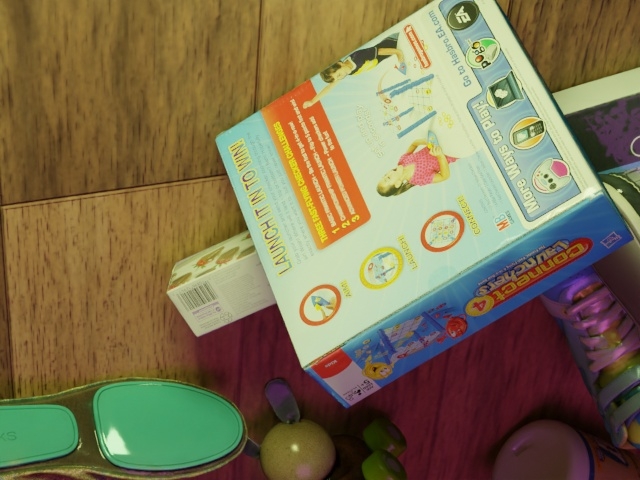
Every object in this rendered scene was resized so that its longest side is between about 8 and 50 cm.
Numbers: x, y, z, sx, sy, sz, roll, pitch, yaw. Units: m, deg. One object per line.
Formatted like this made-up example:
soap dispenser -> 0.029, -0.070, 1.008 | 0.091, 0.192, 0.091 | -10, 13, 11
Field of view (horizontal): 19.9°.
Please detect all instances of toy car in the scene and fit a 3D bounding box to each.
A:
toy car -> -0.019, 0.245, 2.092 | 0.188, 0.149, 0.155 | 42, 108, -14

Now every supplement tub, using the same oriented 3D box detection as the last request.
supplement tub -> 0.323, 0.313, 2.257 | 0.200, 0.144, 0.144 | 25, 120, -39

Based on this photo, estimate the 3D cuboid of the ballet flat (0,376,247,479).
ballet flat -> -0.257, 0.217, 1.960 | 0.349, 0.123, 0.123 | -2, 134, -21

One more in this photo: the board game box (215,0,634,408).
board game box -> 0.085, -0.050, 1.670 | 0.302, 0.308, 0.086 | -31, 139, 11

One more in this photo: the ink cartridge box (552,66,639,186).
ink cartridge box -> 0.212, -0.056, 1.863 | 0.333, 0.065, 0.165 | -17, 119, -4

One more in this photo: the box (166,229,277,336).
box -> 0.000, 0.000, 1.811 | 0.324, 0.063, 0.067 | -25, 115, 19

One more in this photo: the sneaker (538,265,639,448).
sneaker -> 0.327, 0.106, 2.001 | 0.127, 0.208, 0.319 | -29, 135, 8

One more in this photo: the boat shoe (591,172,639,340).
boat shoe -> 0.367, 0.033, 1.858 | 0.113, 0.127, 0.340 | -45, 122, -14
